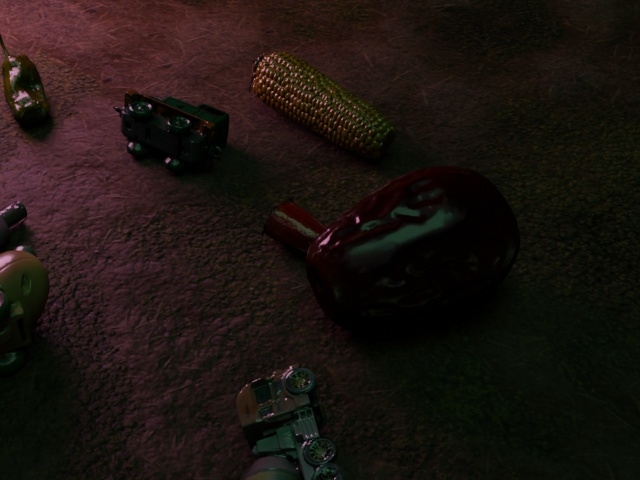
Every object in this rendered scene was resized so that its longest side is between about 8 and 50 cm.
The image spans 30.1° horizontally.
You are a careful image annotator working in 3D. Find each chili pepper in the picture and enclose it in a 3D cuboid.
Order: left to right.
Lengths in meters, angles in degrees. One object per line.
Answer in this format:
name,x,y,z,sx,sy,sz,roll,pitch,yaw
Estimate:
chili pepper,-0.538,-0.287,2.151,0.072,0.073,0.204,-1,51,-32
chili pepper,0.001,0.000,1.886,0.169,0.064,0.088,29,34,16

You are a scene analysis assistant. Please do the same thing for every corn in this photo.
corn,0.001,-0.238,2.109,0.305,0.106,0.106,35,51,27

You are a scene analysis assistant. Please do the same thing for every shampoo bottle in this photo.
shampoo bottle,-0.534,-0.010,1.870,0.080,0.040,0.165,29,48,27

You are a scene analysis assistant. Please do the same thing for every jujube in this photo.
jujube,0.138,0.013,1.780,0.318,0.223,0.223,-24,49,-16

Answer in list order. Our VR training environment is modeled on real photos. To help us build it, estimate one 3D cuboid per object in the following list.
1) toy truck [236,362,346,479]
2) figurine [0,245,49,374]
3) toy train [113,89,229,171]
toy truck,-0.044,0.291,1.531,0.140,0.108,0.256,-17,48,-2
figurine,-0.546,0.099,1.694,0.325,0.124,0.222,-19,47,-17
toy train,-0.251,-0.195,2.059,0.228,0.091,0.136,25,36,23
